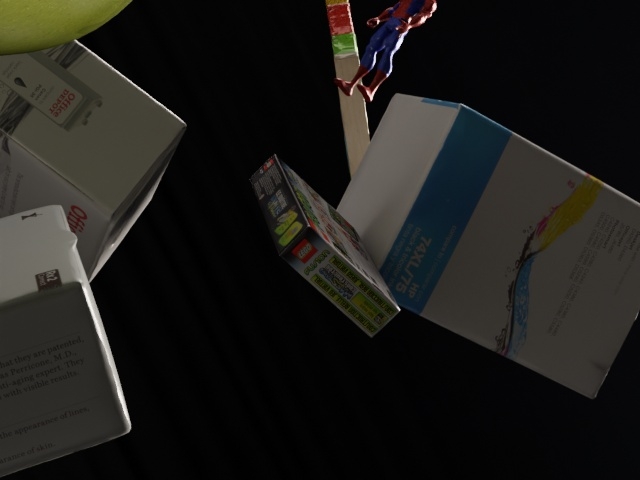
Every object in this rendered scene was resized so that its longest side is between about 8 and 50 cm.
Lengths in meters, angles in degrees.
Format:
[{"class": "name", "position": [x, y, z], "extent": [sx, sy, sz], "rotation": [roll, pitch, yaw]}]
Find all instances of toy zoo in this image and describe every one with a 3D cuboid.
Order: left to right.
[{"class": "toy zoo", "position": [0.034, -0.204, 1.733], "extent": [0.030, 0.192, 0.293], "rotation": [-8, -147, 1]}]

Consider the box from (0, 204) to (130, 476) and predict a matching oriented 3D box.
[{"class": "box", "position": [-0.242, 0.075, 0.962], "extent": [0.182, 0.119, 0.181], "rotation": [-17, -158, -10]}]

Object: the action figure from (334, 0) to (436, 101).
[{"class": "action figure", "position": [0.055, -0.158, 1.043], "extent": [0.038, 0.030, 0.115], "rotation": [18, -114, 45]}]

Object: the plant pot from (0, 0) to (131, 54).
[{"class": "plant pot", "position": [-0.226, -0.223, 0.798], "extent": [0.275, 0.275, 0.293], "rotation": [-27, -166, 8]}]

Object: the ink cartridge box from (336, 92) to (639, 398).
[{"class": "ink cartridge box", "position": [0.175, 0.001, 1.401], "extent": [0.197, 0.270, 0.198], "rotation": [-63, -163, 1]}]

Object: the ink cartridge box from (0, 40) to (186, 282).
[{"class": "ink cartridge box", "position": [-0.277, -0.110, 1.239], "extent": [0.117, 0.283, 0.207], "rotation": [-54, -177, -24]}]

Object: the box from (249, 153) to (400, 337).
[{"class": "box", "position": [0.000, 0.000, 1.228], "extent": [0.036, 0.114, 0.207], "rotation": [-45, -160, 8]}]
